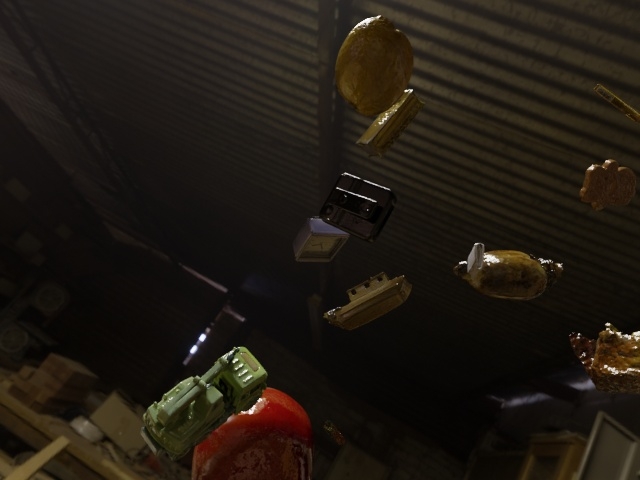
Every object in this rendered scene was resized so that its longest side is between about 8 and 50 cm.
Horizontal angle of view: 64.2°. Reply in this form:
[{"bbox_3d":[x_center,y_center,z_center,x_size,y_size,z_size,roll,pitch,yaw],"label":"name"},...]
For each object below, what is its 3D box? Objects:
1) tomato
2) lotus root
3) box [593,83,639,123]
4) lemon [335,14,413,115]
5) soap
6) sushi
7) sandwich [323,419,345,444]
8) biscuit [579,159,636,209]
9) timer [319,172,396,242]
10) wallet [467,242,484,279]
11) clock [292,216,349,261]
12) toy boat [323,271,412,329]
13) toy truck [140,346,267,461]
[{"bbox_3d":[-0.159,0.535,1.256,0.289,0.325,0.293,-1,-8,1],"label":"tomato"},{"bbox_3d":[0.550,0.104,1.519,0.314,0.141,0.169,3,16,2],"label":"lotus root"},{"bbox_3d":[0.795,-0.351,1.336,0.089,0.022,0.156,2,44,-38],"label":"box"},{"bbox_3d":[0.120,-0.386,1.138,0.170,0.207,0.170,22,14,-6],"label":"lemon"},{"bbox_3d":[0.225,-0.381,1.669,0.076,0.233,0.135,38,0,-18],"label":"soap"},{"bbox_3d":[0.682,0.244,1.081,0.166,0.179,0.296,21,-18,0],"label":"sushi"},{"bbox_3d":[0.034,0.492,1.302,0.069,0.026,0.101,49,-13,17],"label":"sandwich"},{"bbox_3d":[0.762,-0.148,1.347,0.027,0.184,0.133,-138,-139,-62],"label":"biscuit"},{"bbox_3d":[0.093,-0.089,1.313,0.187,0.144,0.055,26,-6,38],"label":"timer"},{"bbox_3d":[0.357,0.050,1.175,0.025,0.061,0.122,0,-16,9],"label":"wallet"},{"bbox_3d":[0.001,-0.001,1.754,0.144,0.073,0.193,2,-31,-23],"label":"clock"},{"bbox_3d":[0.100,0.130,1.108,0.057,0.200,0.077,52,13,-44],"label":"toy boat"},{"bbox_3d":[-0.147,0.203,0.661,0.077,0.169,0.100,45,-43,21],"label":"toy truck"}]
